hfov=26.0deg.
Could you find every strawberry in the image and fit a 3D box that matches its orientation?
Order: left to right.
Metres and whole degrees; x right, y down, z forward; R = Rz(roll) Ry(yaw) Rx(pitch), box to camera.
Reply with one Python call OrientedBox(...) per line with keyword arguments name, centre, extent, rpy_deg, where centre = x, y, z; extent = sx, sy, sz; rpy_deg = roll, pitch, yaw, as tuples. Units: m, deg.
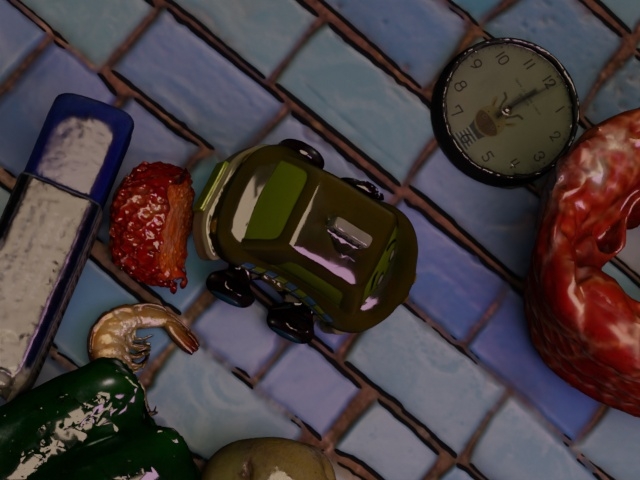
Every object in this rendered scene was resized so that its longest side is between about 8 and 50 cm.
OrientedBox(name="strawberry", centre=(-0.187, -0.017, 1.532), extent=(0.086, 0.145, 0.145), rpy_deg=(5, 81, 2))

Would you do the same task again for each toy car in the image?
OrientedBox(name="toy car", centre=(0.000, 0.000, 1.523), extent=(0.248, 0.198, 0.204), rpy_deg=(32, 76, -21))

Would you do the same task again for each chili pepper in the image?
OrientedBox(name="chili pepper", centre=(-0.255, 0.256, 1.415), extent=(0.256, 0.248, 0.233), rpy_deg=(-42, 91, -7))

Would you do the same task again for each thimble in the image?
OrientedBox(name="thimble", centre=(0.406, 0.027, 1.571), extent=(0.350, 0.230, 0.350), rpy_deg=(-1, 69, 2))

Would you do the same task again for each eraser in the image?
OrientedBox(name="eraser", centre=(-0.301, 0.010, 1.488), extent=(0.101, 0.155, 0.332), rpy_deg=(21, 79, -7))

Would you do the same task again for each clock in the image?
OrientedBox(name="clock", centre=(0.226, -0.157, 1.684), extent=(0.184, 0.040, 0.185), rpy_deg=(2, 83, -12))

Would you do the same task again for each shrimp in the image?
OrientedBox(name="shrimp", centre=(-0.188, 0.154, 1.561), extent=(0.124, 0.034, 0.178), rpy_deg=(-21, 85, -21))

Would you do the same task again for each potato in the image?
OrientedBox(name="potato", centre=(-0.059, 0.310, 1.507), extent=(0.157, 0.157, 0.194), rpy_deg=(10, 82, -11))
